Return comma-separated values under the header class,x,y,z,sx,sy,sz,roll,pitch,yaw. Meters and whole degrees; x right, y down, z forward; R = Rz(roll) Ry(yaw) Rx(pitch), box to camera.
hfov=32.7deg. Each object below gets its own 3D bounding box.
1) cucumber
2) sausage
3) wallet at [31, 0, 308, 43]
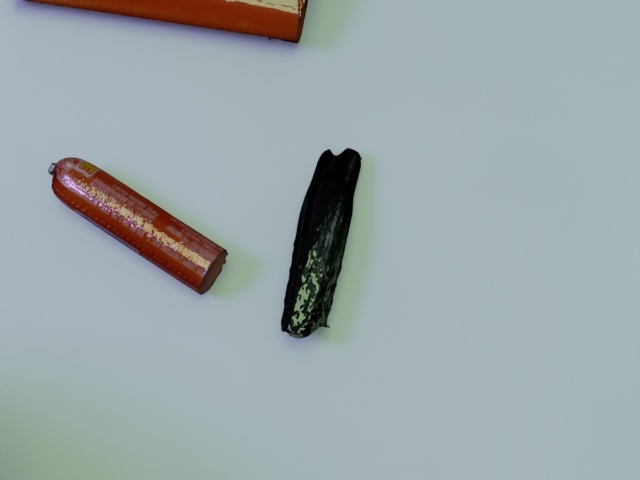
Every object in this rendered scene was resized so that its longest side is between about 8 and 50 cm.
class,x,y,z,sx,sy,sz,roll,pitch,yaw
cucumber,0.000,-0.001,0.687,0.033,0.034,0.135,9,72,6
sausage,-0.119,-0.014,0.686,0.129,0.034,0.034,33,74,9
wallet,-0.103,-0.214,0.745,0.204,0.045,0.142,9,72,1
